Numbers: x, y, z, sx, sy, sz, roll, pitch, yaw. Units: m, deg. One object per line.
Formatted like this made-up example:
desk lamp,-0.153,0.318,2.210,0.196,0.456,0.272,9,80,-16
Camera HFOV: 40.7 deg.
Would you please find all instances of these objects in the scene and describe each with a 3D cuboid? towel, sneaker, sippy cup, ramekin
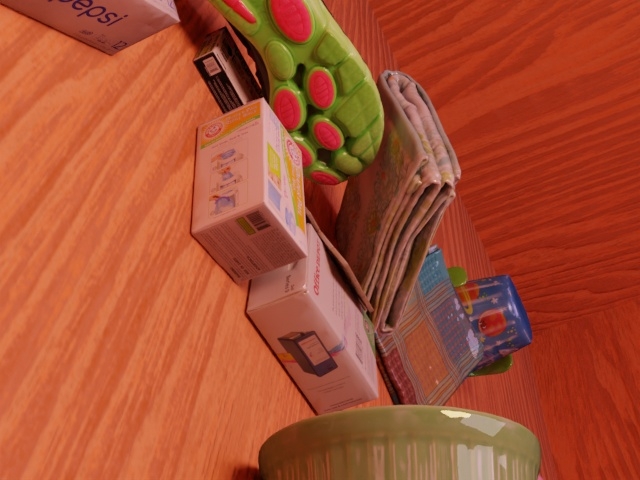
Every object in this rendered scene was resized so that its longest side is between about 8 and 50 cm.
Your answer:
towel,0.205,0.181,1.673,0.370,0.040,0.271,-32,100,-57
sneaker,-0.037,-0.301,1.290,0.202,0.185,0.482,-87,154,-59
sippy cup,0.349,0.188,1.955,0.305,0.224,0.240,21,50,-69
ramekin,0.084,0.294,0.898,0.303,0.303,0.148,48,35,-50
towel,0.106,-0.068,1.411,0.374,0.090,0.320,-98,-156,-57

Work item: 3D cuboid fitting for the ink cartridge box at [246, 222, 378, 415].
ink cartridge box,-0.006,0.107,1.174,0.154,0.093,0.212,-89,154,-54

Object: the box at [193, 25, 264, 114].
box,-0.116,-0.210,1.310,0.207,0.036,0.114,60,19,-27

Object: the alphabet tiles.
alphabet tiles,0.000,0.000,1.266,0.237,0.009,0.198,51,-7,43

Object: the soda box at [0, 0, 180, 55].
soda box,-0.255,-0.276,0.853,0.286,0.098,0.091,9,61,-70

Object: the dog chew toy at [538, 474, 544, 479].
dog chew toy,0.297,0.534,1.444,0.206,0.207,0.331,53,30,-42

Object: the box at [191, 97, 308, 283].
box,-0.089,-0.067,1.104,0.114,0.103,0.203,53,23,-42
